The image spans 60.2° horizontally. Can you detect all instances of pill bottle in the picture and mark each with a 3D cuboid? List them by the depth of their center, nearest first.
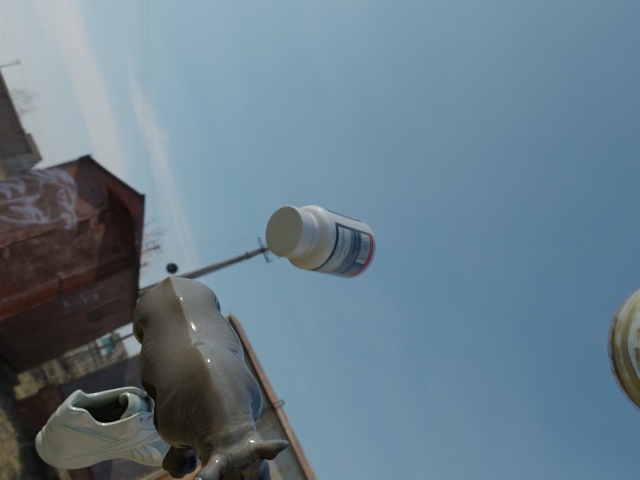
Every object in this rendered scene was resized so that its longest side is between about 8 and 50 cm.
[{"bbox_3d":[0.000,0.000,0.912,0.108,0.180,0.107,-11,-108,39],"label":"pill bottle"}]

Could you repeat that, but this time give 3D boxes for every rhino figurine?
[{"bbox_3d":[-0.076,0.110,0.369,0.243,0.073,0.106,-134,-139,-52],"label":"rhino figurine"}]

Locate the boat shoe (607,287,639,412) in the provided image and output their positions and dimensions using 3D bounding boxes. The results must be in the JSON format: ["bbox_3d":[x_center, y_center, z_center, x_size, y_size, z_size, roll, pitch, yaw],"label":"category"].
[{"bbox_3d":[0.320,0.047,0.235,0.110,0.341,0.121,44,39,-72],"label":"boat shoe"}]

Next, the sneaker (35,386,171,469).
[{"bbox_3d":[-0.152,0.156,0.468,0.061,0.152,0.053,-56,-134,23],"label":"sneaker"}]
